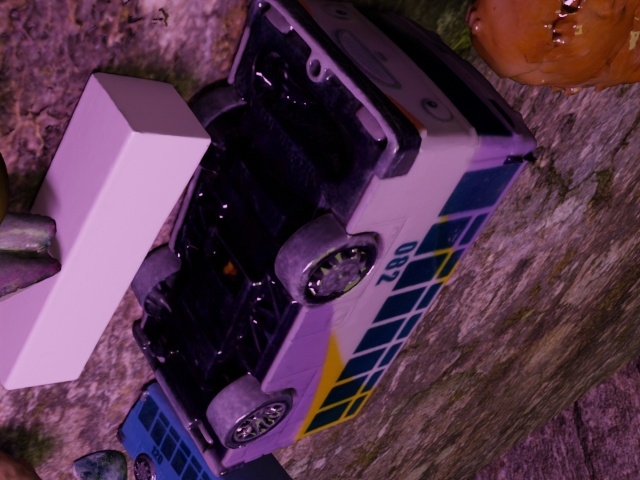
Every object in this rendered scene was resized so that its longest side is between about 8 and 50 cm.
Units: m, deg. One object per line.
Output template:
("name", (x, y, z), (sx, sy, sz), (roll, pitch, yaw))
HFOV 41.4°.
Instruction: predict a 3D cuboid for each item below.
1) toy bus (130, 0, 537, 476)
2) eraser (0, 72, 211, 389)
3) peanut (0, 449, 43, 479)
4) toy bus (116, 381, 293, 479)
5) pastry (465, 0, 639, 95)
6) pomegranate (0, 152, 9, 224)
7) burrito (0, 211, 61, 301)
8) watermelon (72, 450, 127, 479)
("toy bus", (0.000, 0.000, 0.809), (0.249, 0.209, 0.440), (-12, 142, -38))
("eraser", (-0.202, 0.002, 0.727), (0.078, 0.076, 0.298), (-2, 136, -47))
("peanut", (-0.397, 0.286, 0.879), (0.253, 0.122, 0.137), (-6, 99, -42))
("toy bus", (-0.138, 0.272, 1.034), (0.116, 0.234, 0.133), (-1, 127, -47))
("pastry", (0.246, -0.256, 0.764), (0.311, 0.162, 0.255), (0, 124, -54))
("pomegranate", (-0.275, -0.018, 0.558), (0.129, 0.129, 0.159), (-5, 121, -44))
("burrito", (-0.340, 0.043, 0.608), (0.309, 0.096, 0.066), (-23, 175, -26))
("watermelon", (-0.296, 0.309, 1.109), (0.061, 0.085, 0.085), (-22, 165, 39))
